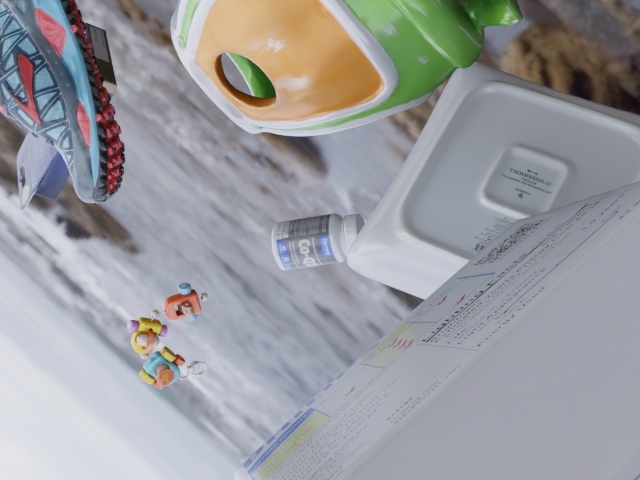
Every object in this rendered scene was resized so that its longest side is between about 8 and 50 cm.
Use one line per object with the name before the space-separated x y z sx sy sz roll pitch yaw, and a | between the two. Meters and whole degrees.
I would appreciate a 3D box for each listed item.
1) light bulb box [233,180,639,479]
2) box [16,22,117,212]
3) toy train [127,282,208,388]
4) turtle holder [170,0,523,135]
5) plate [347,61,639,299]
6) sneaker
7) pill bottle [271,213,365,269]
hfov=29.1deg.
light bulb box | 0.146 0.157 0.912 0.225 0.358 0.361 50 171 -1
box | -0.328 -0.151 1.579 0.036 0.225 0.136 19 -149 -30
toy train | -0.213 0.150 1.807 0.046 0.125 0.166 -129 30 -56
turtle holder | -0.005 -0.223 0.991 0.243 0.227 0.320 36 -156 -45
plate | 0.202 -0.046 1.204 0.277 0.278 0.045 22 157 22
sneaker | -0.287 -0.149 1.290 0.104 0.125 0.261 62 -172 -76
pill bottle | 0.000 0.000 1.921 0.137 0.078 0.078 -9 148 17
